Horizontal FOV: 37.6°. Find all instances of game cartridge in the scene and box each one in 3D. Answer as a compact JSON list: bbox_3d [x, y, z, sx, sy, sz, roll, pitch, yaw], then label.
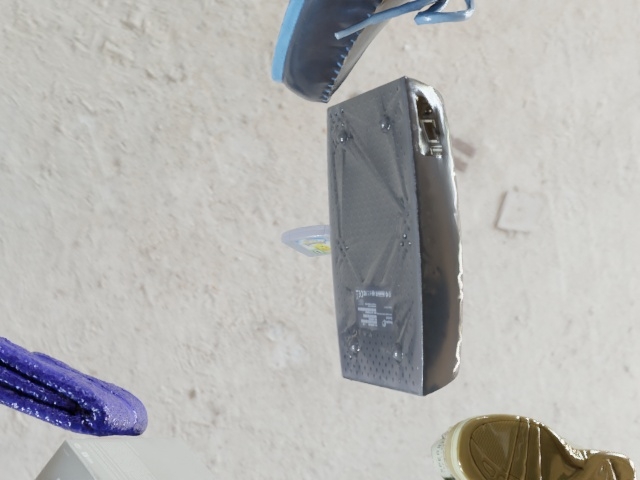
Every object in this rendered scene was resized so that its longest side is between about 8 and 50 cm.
[{"bbox_3d":[0.000,0.000,1.041,0.056,0.083,0.017,34,58,-44],"label":"game cartridge"}]

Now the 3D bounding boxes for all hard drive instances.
[{"bbox_3d":[0.061,-0.002,0.816,0.054,0.172,0.255,-3,89,-23],"label":"hard drive"}]

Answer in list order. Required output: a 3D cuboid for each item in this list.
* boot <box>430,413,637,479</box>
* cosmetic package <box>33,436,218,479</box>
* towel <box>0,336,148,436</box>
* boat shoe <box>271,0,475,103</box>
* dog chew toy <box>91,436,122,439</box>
[{"bbox_3d":[0.149,0.195,0.824,0.213,0.165,0.077,20,74,-33],"label":"boot"},{"bbox_3d":[-0.236,0.309,1.114,0.127,0.107,0.238,-53,151,9],"label":"cosmetic package"},{"bbox_3d":[-0.357,0.199,1.282,0.227,0.308,0.076,20,79,3],"label":"towel"},{"bbox_3d":[0.051,-0.149,0.417,0.089,0.258,0.109,24,51,-7],"label":"boat shoe"},{"bbox_3d":[-0.269,0.420,1.444,0.206,0.331,0.207,-11,103,-59],"label":"dog chew toy"}]
